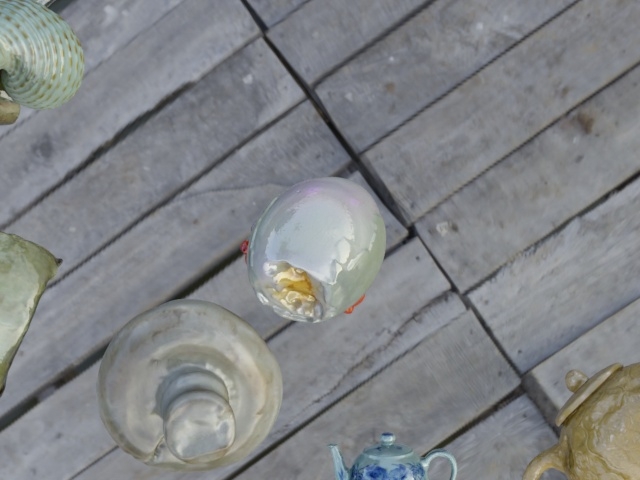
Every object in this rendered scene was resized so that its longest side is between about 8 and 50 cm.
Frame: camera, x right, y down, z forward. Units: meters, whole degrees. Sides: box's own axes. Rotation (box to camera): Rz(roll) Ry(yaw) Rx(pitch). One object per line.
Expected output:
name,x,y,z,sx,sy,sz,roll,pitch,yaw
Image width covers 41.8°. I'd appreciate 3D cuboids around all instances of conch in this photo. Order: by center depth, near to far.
conch,-0.315,-0.191,0.842,0.135,0.153,0.102,-14,61,20

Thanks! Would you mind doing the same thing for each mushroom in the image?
mushroom,-0.166,0.205,1.070,0.244,0.243,0.243,-3,77,11
mushroom,-0.466,0.101,1.092,0.164,0.267,0.189,25,59,-23

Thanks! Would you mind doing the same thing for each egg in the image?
egg,0.000,0.000,1.166,0.183,0.183,0.217,10,48,14

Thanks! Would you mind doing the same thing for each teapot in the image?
teapot,0.376,0.242,1.095,0.311,0.203,0.167,-49,66,11
teapot,0.125,0.413,1.488,0.232,0.159,0.158,-2,77,11

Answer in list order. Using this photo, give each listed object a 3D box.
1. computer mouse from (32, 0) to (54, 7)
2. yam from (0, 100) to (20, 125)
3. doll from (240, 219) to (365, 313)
computer mouse,-0.374,-0.460,1.076,0.114,0.203,0.373,28,92,44
yam,-0.679,-0.242,1.488,0.067,0.317,0.071,44,117,27
doll,-0.037,0.047,1.509,0.105,0.336,0.199,-42,61,17
